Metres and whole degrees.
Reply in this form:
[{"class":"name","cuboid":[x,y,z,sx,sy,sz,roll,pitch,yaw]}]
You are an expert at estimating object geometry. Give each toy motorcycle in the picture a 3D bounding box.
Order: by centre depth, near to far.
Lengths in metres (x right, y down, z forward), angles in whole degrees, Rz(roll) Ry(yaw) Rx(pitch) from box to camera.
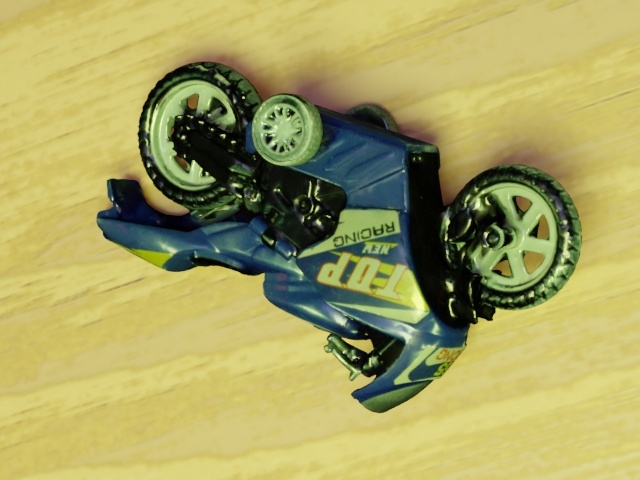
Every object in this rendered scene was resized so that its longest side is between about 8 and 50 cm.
[{"class":"toy motorcycle","cuboid":[0.000,0.000,0.925,0.315,0.113,0.168,21,101,28]}]
